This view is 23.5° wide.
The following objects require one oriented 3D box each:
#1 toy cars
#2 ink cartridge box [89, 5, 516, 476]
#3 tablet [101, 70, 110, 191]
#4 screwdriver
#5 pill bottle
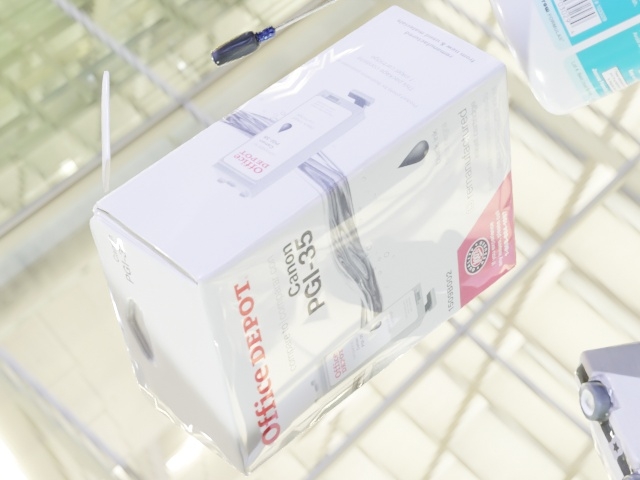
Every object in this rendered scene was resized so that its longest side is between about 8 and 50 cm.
[{"bbox_3d":[0.368,0.235,1.297,0.393,0.176,0.087,31,-40,13],"label":"toy cars"},{"bbox_3d":[0.000,0.000,1.085,0.117,0.283,0.207,34,-32,36],"label":"ink cartridge box"},{"bbox_3d":[-0.170,-0.086,1.220,0.054,0.006,0.083,108,-20,-62],"label":"tablet"},{"bbox_3d":[-0.035,-0.220,1.558,0.024,0.170,0.025,66,10,14],"label":"screwdriver"},{"bbox_3d":[0.268,-0.212,1.189,0.264,0.146,0.146,-24,-72,15],"label":"pill bottle"}]
